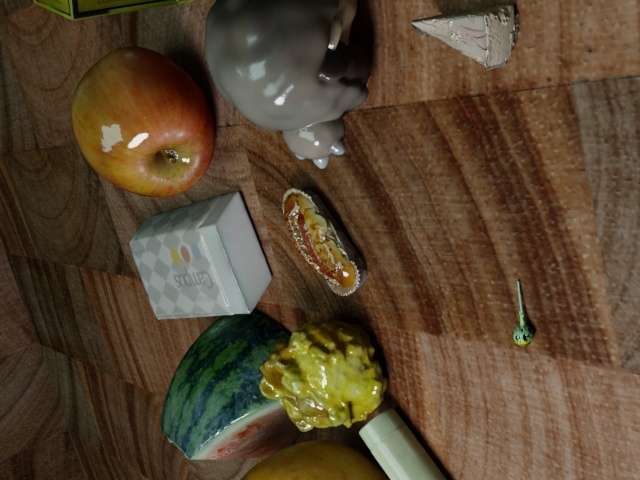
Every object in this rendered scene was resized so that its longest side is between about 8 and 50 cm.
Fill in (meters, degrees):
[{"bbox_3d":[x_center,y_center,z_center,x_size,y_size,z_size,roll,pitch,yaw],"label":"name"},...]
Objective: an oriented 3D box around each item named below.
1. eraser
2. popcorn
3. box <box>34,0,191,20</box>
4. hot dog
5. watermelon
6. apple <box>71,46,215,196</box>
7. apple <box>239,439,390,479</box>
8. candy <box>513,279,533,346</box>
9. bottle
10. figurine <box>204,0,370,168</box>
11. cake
[{"bbox_3d":[-0.242,0.039,1.620,0.397,0.082,0.213,-9,103,55],"label":"eraser"},{"bbox_3d":[0.007,0.214,1.324,0.198,0.155,0.197,18,121,33],"label":"popcorn"},{"bbox_3d":[-0.331,-0.411,1.347,0.141,0.220,0.064,29,131,41],"label":"box"},{"bbox_3d":[0.000,0.000,1.290,0.192,0.053,0.099,57,142,9],"label":"hot dog"},{"bbox_3d":[-0.119,0.310,1.529,0.292,0.283,0.250,46,166,-16],"label":"watermelon"},{"bbox_3d":[-0.303,-0.206,1.446,0.241,0.242,0.242,57,147,37],"label":"apple"},{"bbox_3d":[-0.001,0.488,1.370,0.275,0.299,0.299,55,146,35],"label":"apple"},{"bbox_3d":[0.247,0.090,1.035,0.025,0.023,0.083,-7,100,20],"label":"candy"},{"bbox_3d":[0.144,0.359,1.292,0.201,0.072,0.072,53,144,19],"label":"bottle"},{"bbox_3d":[-0.029,-0.288,1.023,0.248,0.203,0.380,46,140,33],"label":"figurine"},{"bbox_3d":[0.158,-0.242,0.931,0.121,0.052,0.065,37,142,37],"label":"cake"}]
